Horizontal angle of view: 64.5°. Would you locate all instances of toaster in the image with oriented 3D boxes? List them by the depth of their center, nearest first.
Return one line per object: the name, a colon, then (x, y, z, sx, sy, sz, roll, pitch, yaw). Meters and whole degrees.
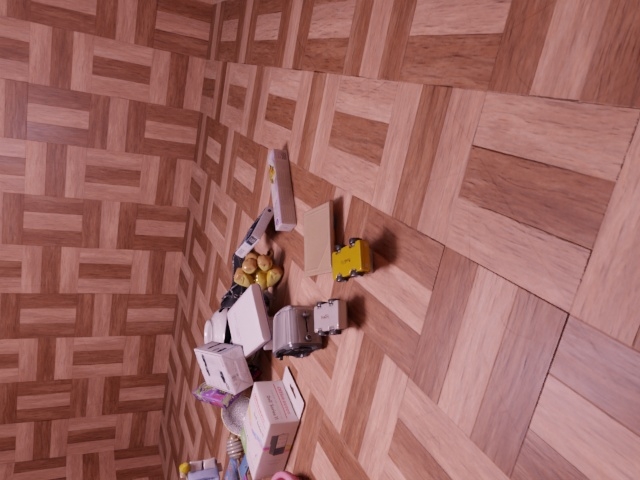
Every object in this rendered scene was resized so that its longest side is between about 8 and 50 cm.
toaster: (-0.083, 0.302, 1.665, 0.227, 0.129, 0.147, 137, 135, -57)

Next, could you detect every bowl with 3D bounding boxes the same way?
bowl: (-0.317, 0.711, 2.102, 0.080, 0.169, 0.170, -5, -84, -71)
bowl: (-0.473, 0.450, 2.417, 0.297, 0.133, 0.298, -10, 79, 63)

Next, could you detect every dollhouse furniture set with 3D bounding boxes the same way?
dollhouse furniture set: (-0.379, 0.954, 1.978, 0.286, 0.303, 0.198, 60, 139, 48)

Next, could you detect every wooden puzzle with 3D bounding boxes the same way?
wooden puzzle: (0.000, 0.000, 1.632, 0.238, 0.044, 0.221, 159, 112, -66)

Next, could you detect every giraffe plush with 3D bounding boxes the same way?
giraffe plush: (-0.239, 0.111, 1.999, 0.171, 0.181, 0.210, -105, -4, -51)

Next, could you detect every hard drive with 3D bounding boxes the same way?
hard drive: (-0.273, 0.317, 1.911, 0.319, 0.040, 0.211, -46, 55, 54)

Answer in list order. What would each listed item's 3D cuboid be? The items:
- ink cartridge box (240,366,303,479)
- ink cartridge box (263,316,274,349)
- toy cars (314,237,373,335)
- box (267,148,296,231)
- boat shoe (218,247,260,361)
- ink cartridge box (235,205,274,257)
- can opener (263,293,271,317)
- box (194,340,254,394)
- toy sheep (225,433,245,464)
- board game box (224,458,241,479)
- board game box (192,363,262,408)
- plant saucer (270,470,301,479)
ink cartridge box: (-0.181, 0.650, 1.820, 0.207, 0.119, 0.354, 53, 133, 53)
ink cartridge box: (-0.179, 0.344, 1.888, 0.122, 0.088, 0.052, 61, 140, 47)
toy cars: (0.074, 0.140, 1.421, 0.177, 0.087, 0.394, -113, 33, -50)
box: (-0.147, -0.193, 1.916, 0.063, 0.067, 0.324, -43, 50, 55)
boat shoe: (-0.353, 0.266, 2.178, 0.186, 0.155, 0.501, 144, 126, -59)
ink cartridge box: (-0.248, -0.052, 2.016, 0.206, 0.045, 0.208, -40, 20, 55)
can opener: (-0.255, 0.251, 2.068, 0.093, 0.074, 0.281, -52, 43, 50)
box: (-0.389, 0.498, 2.012, 0.289, 0.087, 0.169, -12, 98, 55)
toy sheep: (-0.368, 0.906, 2.210, 0.091, 0.091, 0.132, -45, 53, 53)
board game box: (-0.372, 1.088, 2.242, 0.211, 0.039, 0.160, 54, 134, 51)
board game box: (-0.406, 0.611, 2.169, 0.346, 0.208, 0.056, -15, 108, 57)
plant saucer: (-0.082, 0.919, 1.633, 0.332, 0.084, 0.333, -16, 71, 62)
